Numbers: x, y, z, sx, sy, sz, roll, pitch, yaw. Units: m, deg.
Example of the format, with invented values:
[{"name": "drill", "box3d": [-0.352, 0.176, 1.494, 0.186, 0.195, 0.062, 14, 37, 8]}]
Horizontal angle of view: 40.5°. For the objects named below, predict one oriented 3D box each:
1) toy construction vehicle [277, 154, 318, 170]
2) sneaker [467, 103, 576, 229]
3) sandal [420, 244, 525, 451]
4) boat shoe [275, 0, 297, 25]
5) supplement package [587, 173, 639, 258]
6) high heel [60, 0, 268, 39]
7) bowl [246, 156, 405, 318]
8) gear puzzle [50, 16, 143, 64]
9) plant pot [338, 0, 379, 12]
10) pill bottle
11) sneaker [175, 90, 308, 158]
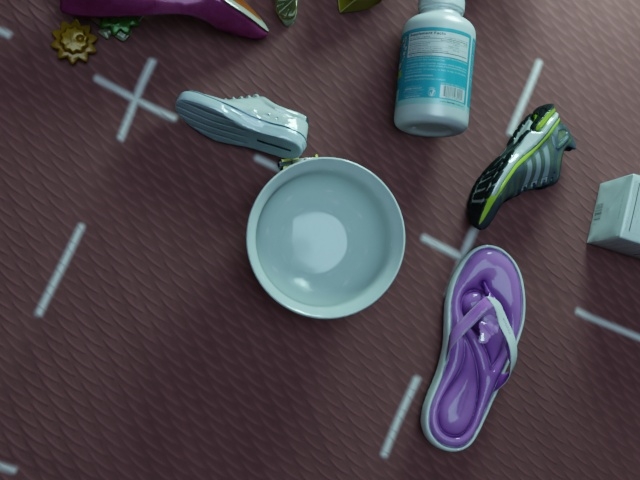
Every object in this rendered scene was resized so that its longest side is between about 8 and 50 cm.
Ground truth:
[{"name": "toy construction vehicle", "box3d": [-0.046, -0.122, 1.683, 0.098, 0.035, 0.086, -8, 87, -12]}, {"name": "sneaker", "box3d": [0.412, -0.132, 1.745, 0.121, 0.111, 0.300, 41, 81, -10]}, {"name": "sandal", "box3d": [0.316, 0.213, 1.695, 0.169, 0.102, 0.416, 16, 82, -10]}, {"name": "boat shoe", "box3d": [-0.067, -0.502, 1.711, 0.056, 0.048, 0.153, -5, 80, 0]}, {"name": "supplement package", "box3d": [0.700, -0.028, 1.778, 0.244, 0.134, 0.139, 17, 82, -9]}, {"name": "high heel", "box3d": [-0.287, -0.429, 1.624, 0.377, 0.127, 0.181, 25, 112, -26]}, {"name": "bowl", "box3d": [0.000, 0.000, 1.632, 0.298, 0.134, 0.298, 1, 85, -12]}, {"name": "gear puzzle", "box3d": [-0.400, -0.481, 1.636, 0.175, 0.044, 0.339, 35, 80, -7]}, {"name": "plant pot", "box3d": [0.087, -0.503, 1.723, 0.083, 0.081, 0.081, -5, 86, -24]}, {"name": "pill bottle", "box3d": [0.227, -0.345, 1.702, 0.146, 0.146, 0.264, 8, 83, -11]}, {"name": "sneaker", "box3d": [-0.146, -0.235, 1.657, 0.258, 0.094, 0.091, 20, 56, -9]}]
